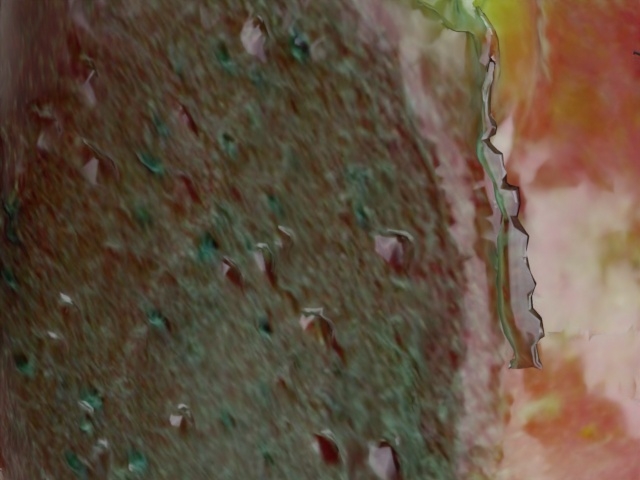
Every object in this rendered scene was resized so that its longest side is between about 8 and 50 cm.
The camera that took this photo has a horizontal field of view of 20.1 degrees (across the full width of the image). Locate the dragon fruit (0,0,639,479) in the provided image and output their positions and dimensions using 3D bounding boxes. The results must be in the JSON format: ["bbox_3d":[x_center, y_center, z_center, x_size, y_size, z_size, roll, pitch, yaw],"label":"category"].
[{"bbox_3d":[0.000,0.000,0.429,0.268,0.130,0.295,23,119,44],"label":"dragon fruit"}]
